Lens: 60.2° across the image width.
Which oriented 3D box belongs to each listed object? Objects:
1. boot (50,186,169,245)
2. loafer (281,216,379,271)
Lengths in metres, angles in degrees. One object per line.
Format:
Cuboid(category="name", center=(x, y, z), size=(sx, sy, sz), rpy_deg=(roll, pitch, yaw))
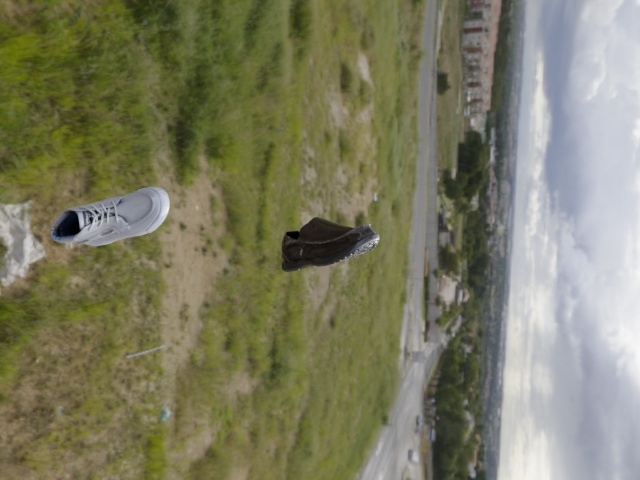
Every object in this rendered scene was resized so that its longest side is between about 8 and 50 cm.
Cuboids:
Cuboid(category="boot", center=(-0.440, -0.043, 1.140), size=(0.123, 0.258, 0.095), rpy_deg=(-5, 75, -61))
Cuboid(category="loafer", center=(0.000, 0.000, 0.890), size=(0.080, 0.220, 0.079), rpy_deg=(-16, 91, -43))
